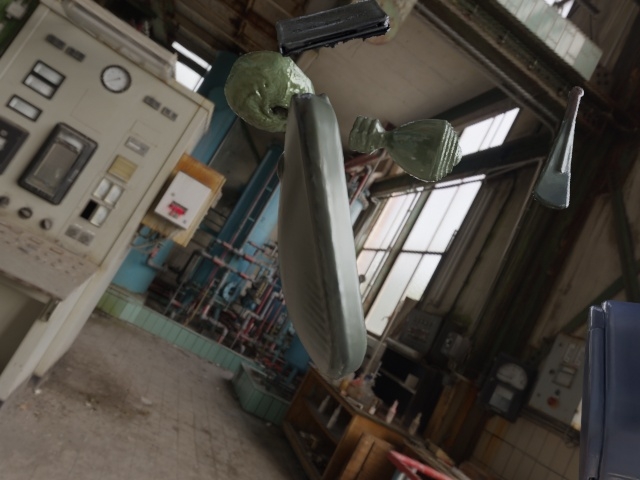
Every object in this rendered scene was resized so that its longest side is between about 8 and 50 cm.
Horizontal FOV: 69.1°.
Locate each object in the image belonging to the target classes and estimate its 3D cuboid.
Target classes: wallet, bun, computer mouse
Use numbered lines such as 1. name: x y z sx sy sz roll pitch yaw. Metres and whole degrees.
1. wallet: 0.020 -0.430 0.929 0.167 0.222 0.036 -99 177 -49
2. bun: -0.124 -0.342 1.107 0.221 0.108 0.221 5 -25 2
3. computer mouse: -0.007 0.001 0.541 0.095 0.331 0.197 -10 15 -3

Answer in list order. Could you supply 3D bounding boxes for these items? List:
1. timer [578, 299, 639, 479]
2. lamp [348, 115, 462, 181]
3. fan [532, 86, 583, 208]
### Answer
1. timer: 0.552 0.276 0.802 0.173 0.395 0.395 3 -21 30
2. lamp: 0.147 -0.166 0.799 0.193 0.106 0.106 17 -10 9
3. fan: 0.410 -0.168 0.790 0.057 0.282 0.023 21 -28 7
